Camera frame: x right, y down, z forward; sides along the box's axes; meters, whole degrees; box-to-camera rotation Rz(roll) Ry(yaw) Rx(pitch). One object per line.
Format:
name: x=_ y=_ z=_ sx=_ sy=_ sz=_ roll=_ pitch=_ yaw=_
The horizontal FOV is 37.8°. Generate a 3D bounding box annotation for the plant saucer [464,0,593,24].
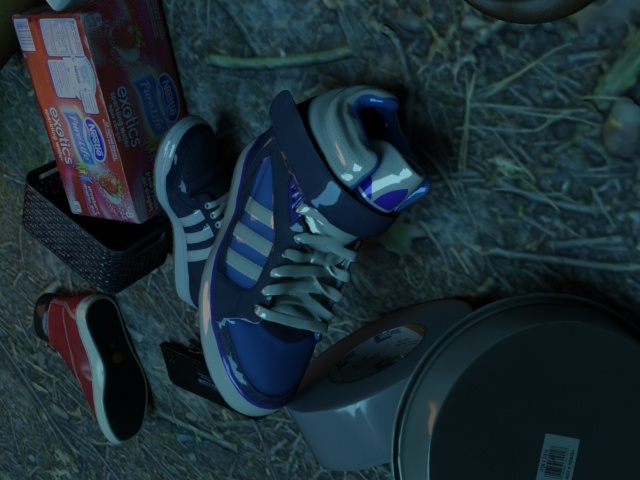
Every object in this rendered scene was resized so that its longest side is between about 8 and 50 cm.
plant saucer: x=0.160 y=-0.273 z=0.775 sx=0.198 sy=0.036 sz=0.199 roll=20 pitch=126 yaw=30

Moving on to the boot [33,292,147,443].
boot: x=-0.371 y=0.198 z=1.478 sx=0.176 sy=0.088 sz=0.244 roll=-1 pitch=107 yaw=41

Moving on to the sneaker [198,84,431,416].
sneaker: x=0.000 y=0.000 z=0.914 sx=0.130 sy=0.323 sz=0.236 roll=21 pitch=154 yaw=-33

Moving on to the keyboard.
keyboard: x=-0.155 y=0.188 z=1.335 sx=0.180 sy=0.023 sz=0.108 roll=16 pitch=131 yaw=31

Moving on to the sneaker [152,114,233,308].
sneaker: x=-0.107 y=-0.008 z=1.114 sx=0.153 sy=0.099 sz=0.282 roll=28 pitch=138 yaw=30

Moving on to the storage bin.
storage bin: x=-0.295 y=-0.028 z=1.243 sx=0.180 sy=0.122 sz=0.084 roll=37 pitch=133 yaw=16

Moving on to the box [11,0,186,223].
box: x=-0.249 y=-0.162 z=1.121 sx=0.128 sy=0.122 sz=0.257 roll=9 pitch=121 yaw=37

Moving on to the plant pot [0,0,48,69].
plant pot: x=-0.428 y=-0.317 z=1.123 sx=0.254 sy=0.237 sz=0.237 roll=-24 pitch=99 yaw=32

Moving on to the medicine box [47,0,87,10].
medicine box: x=-0.194 y=-0.389 z=0.833 sx=0.289 sy=0.263 sz=0.149 roll=54 pitch=136 yaw=-2

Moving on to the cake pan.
cake pan: x=0.211 y=0.196 z=0.860 sx=0.293 sy=0.293 sz=0.054 roll=60 pitch=174 yaw=-7

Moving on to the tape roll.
tape roll: x=0.074 y=0.146 z=0.975 sx=0.219 sy=0.219 sz=0.072 roll=-17 pitch=106 yaw=44
